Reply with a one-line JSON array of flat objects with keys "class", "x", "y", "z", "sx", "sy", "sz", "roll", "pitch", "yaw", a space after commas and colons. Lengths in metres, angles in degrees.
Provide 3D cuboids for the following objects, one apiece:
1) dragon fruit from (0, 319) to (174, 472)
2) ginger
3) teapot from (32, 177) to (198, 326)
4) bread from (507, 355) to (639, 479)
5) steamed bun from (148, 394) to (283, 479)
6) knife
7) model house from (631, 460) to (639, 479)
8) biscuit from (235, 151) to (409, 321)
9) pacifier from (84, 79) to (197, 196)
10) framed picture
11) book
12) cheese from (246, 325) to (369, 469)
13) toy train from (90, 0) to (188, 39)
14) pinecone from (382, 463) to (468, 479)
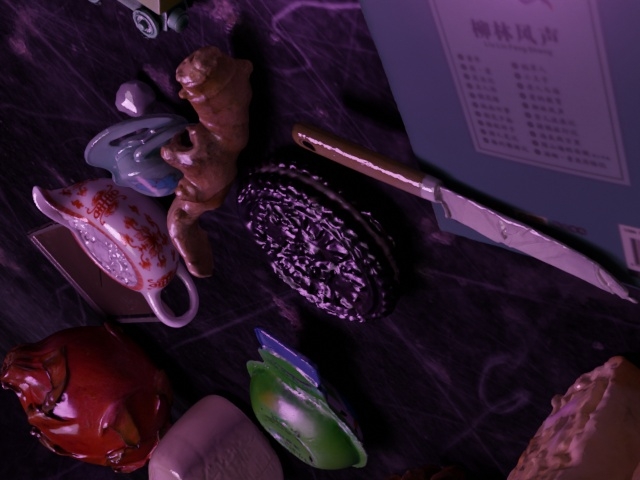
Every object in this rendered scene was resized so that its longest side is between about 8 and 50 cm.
[{"class": "dragon fruit", "x": -0.378, "y": 0.256, "z": 1.662, "sx": 0.315, "sy": 0.250, "sz": 0.250, "roll": 32, "pitch": 155, "yaw": -6}, {"class": "ginger", "x": -0.110, "y": -0.064, "z": 0.911, "sx": 0.075, "sy": 0.089, "sz": 0.288, "roll": 46, "pitch": 145, "yaw": 21}, {"class": "teapot", "x": -0.233, "y": 0.003, "z": 1.207, "sx": 0.245, "sy": 0.116, "sz": 0.159, "roll": 49, "pitch": 142, "yaw": -8}, {"class": "bread", "x": 0.304, "y": 0.272, "z": 0.726, "sx": 0.375, "sy": 0.236, "sz": 0.165, "roll": 38, "pitch": 130, "yaw": 7}, {"class": "steamed bun", "x": -0.181, "y": 0.377, "z": 1.606, "sx": 0.155, "sy": 0.200, "sz": 0.250, "roll": 20, "pitch": 144, "yaw": 41}, {"class": "knife", "x": 0.098, "y": -0.025, "z": 0.729, "sx": 0.298, "sy": 0.017, "sz": 0.047, "roll": 26, "pitch": 153, "yaw": 29}, {"class": "model house", "x": 0.302, "y": 0.170, "z": 0.503, "sx": 0.261, "sy": 0.266, "sz": 0.321, "roll": 37, "pitch": 151, "yaw": 5}, {"class": "biscuit", "x": 0.000, "y": 0.000, "z": 0.932, "sx": 0.194, "sy": 0.053, "sz": 0.194, "roll": 32, "pitch": 153, "yaw": 19}, {"class": "pacifier", "x": -0.167, "y": -0.109, "z": 0.977, "sx": 0.150, "sy": 0.127, "sz": 0.116, "roll": 35, "pitch": -144, "yaw": -66}, {"class": "framed picture", "x": -0.355, "y": 0.051, "z": 1.560, "sx": 0.213, "sy": 0.016, "sz": 0.289, "roll": 51, "pitch": 154, "yaw": -16}, {"class": "book", "x": 0.130, "y": -0.115, "z": 0.592, "sx": 0.264, "sy": 0.031, "sz": 0.379, "roll": 19, "pitch": 146, "yaw": 40}, {"class": "cheese", "x": -0.022, "y": 0.202, "z": 1.241, "sx": 0.204, "sy": 0.083, "sz": 0.320, "roll": 33, "pitch": 155, "yaw": 24}, {"class": "toy train", "x": -0.158, "y": -0.221, "z": 0.820, "sx": 0.122, "sy": 0.050, "sz": 0.081, "roll": 35, "pitch": 149, "yaw": 17}, {"class": "pinecone", "x": 0.133, "y": 0.342, "z": 1.137, "sx": 0.195, "sy": 0.179, "sz": 0.150, "roll": 165, "pitch": 84, "yaw": -76}]
